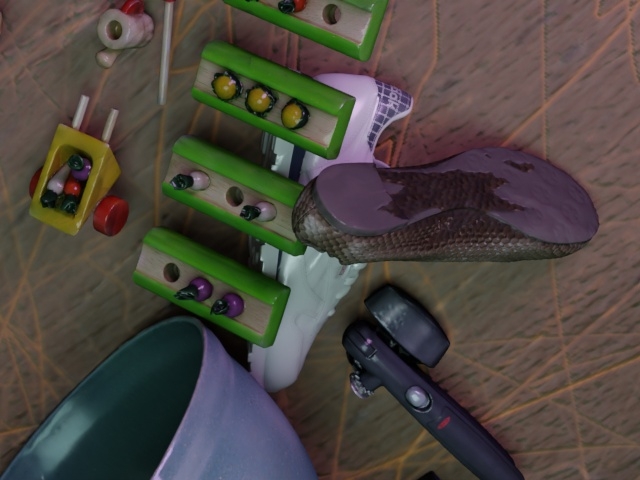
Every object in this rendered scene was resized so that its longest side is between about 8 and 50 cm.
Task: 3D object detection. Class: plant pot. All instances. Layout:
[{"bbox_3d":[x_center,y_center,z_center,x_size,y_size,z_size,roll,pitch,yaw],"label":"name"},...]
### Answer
[{"bbox_3d":[-0.102,0.224,1.275,0.196,0.293,0.293,40,107,-17],"label":"plant pot"}]

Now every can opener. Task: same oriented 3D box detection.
[{"bbox_3d":[0.083,0.118,1.352,0.073,0.059,0.186,-37,106,13],"label":"can opener"}]

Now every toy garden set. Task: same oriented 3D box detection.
[{"bbox_3d":[-0.088,-0.078,1.237,0.204,0.049,0.244,25,107,24],"label":"toy garden set"}]

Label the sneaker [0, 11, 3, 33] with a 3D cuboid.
[{"bbox_3d":[-0.298,-0.114,1.259,0.185,0.069,0.084,-34,113,12],"label":"sneaker"}]

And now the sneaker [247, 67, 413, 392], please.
[{"bbox_3d":[0.000,0.000,1.296,0.095,0.090,0.235,6,113,-12],"label":"sneaker"}]

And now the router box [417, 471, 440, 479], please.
[{"bbox_3d":[-0.012,0.328,1.337,0.309,0.243,0.081,-37,107,13],"label":"router box"}]

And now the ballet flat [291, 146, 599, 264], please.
[{"bbox_3d":[0.083,-0.014,1.247,0.250,0.084,0.058,-4,145,-39],"label":"ballet flat"}]
